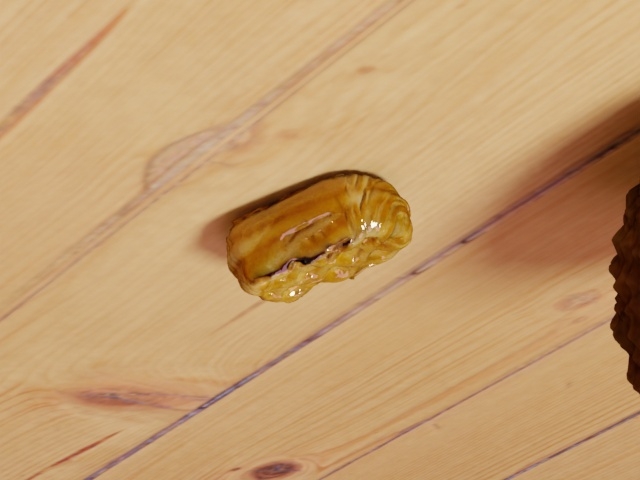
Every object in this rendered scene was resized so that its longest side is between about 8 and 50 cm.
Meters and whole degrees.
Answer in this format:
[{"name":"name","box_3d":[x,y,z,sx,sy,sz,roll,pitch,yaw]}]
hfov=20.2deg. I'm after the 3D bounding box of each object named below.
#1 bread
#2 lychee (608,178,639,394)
[{"name":"bread","box_3d":[0.000,0.000,1.038,0.111,0.044,0.083,-23,158,13]},{"name":"lychee","box_3d":[0.299,0.030,1.026,0.268,0.267,0.267,-13,158,-5]}]
